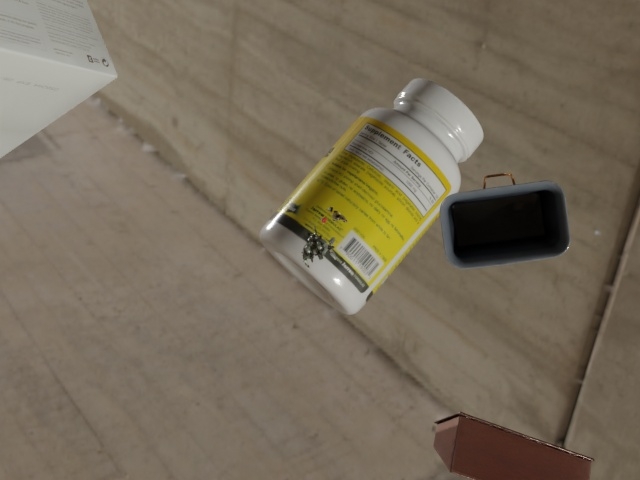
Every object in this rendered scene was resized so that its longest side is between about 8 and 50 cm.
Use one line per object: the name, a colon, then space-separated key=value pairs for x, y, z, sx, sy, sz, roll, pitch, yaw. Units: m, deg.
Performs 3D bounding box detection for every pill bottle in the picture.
pill bottle: x=0.083 y=-0.071 z=1.327 sx=0.188 sy=0.188 sz=0.334 roll=34 pitch=-102 yaw=38

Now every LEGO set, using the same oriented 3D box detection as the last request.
LEGO set: x=-0.001 y=-0.002 z=1.117 sx=0.054 sy=0.083 sz=0.023 roll=19 pitch=-171 yaw=33

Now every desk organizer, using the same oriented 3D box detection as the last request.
desk organizer: x=0.158 y=0.190 z=0.751 sx=0.130 sy=0.047 sz=0.050 roll=21 pitch=-117 yaw=-12

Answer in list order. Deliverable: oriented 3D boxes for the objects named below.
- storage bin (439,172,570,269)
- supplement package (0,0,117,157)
storage bin: x=0.202 y=-0.026 z=1.017 sx=0.135 sy=0.098 sz=0.091 roll=-8 pitch=-176 yaw=6
supplement package: x=-0.376 y=-0.240 z=0.889 sx=0.198 sy=0.262 sz=0.199 roll=-28 pitch=169 yaw=23
